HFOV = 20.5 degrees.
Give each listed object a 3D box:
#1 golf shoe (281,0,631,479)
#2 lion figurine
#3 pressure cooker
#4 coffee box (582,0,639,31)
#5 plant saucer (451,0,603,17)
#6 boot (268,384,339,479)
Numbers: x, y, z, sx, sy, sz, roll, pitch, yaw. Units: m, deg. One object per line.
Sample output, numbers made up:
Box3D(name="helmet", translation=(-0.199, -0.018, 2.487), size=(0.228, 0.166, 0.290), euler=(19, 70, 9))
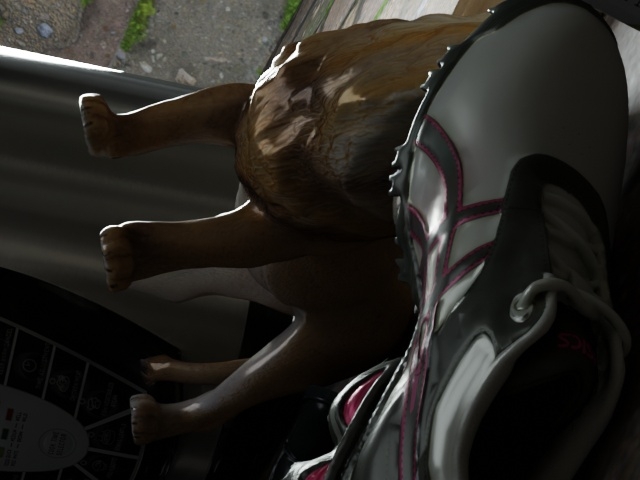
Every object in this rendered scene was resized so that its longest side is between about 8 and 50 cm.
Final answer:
Box3D(name="golf shoe", translation=(0.082, 0.022, 0.686), size=(0.120, 0.105, 0.273), euler=(-12, 55, 58))
Box3D(name="lion figurine", translation=(0.000, 0.000, 0.977), size=(0.392, 0.240, 0.142), euler=(102, 159, -70))
Box3D(name="pressure cooker", translation=(-0.255, 0.034, 1.388), size=(0.375, 0.420, 0.370), euler=(138, 141, -67))
Box3D(name="coffee box", translation=(0.138, -0.251, 0.842), size=(0.119, 0.168, 0.297), euler=(-57, 11, 43))
Box3D(name="plant saucer", translation=(0.122, -0.143, 1.082), size=(0.278, 0.041, 0.278), euler=(-61, 8, 14))
Box3D(name="boot", translation=(-0.010, 0.140, 1.025), size=(0.099, 0.045, 0.121), euler=(-64, 0, -16))
